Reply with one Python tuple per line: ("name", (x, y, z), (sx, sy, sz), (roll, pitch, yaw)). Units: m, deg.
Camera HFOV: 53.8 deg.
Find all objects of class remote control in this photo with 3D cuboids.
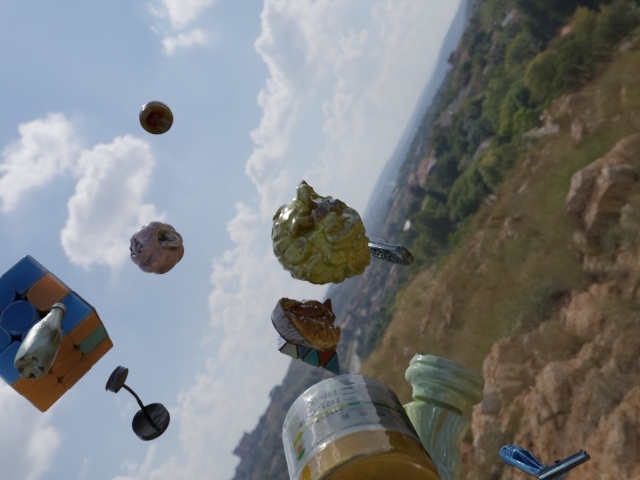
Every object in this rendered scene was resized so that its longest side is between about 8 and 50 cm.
("remote control", (0.177, 0.028, 1.742), (0.042, 0.072, 0.222), (-53, 27, -11))

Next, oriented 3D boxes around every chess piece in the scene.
("chess piece", (0.229, 0.403, 1.317), (0.175, 0.176, 0.298), (110, -179, -66))

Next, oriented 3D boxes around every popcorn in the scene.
("popcorn", (0.002, -0.011, 1.391), (0.181, 0.235, 0.216), (-10, -62, -50))

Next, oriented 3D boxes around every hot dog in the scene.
("hot dog", (-0.027, 0.177, 1.350), (0.069, 0.131, 0.253), (-41, -21, 11))

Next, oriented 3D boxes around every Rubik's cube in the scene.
("Rubik's cube", (-0.833, 0.275, 1.849), (0.291, 0.290, 0.291), (-48, -17, -26))
("Rubik's cube", (-0.061, 0.326, 2.163), (0.234, 0.284, 0.250), (-9, -53, -57))

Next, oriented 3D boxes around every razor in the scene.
("razor", (0.332, 0.348, 0.983), (0.082, 0.042, 0.253), (-25, -10, -8))

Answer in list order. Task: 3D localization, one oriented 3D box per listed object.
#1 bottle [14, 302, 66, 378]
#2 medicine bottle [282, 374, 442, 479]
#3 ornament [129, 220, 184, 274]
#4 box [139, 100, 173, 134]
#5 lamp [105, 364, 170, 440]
("bottle", (-0.669, 0.232, 1.542), (0.269, 0.083, 0.083), (-104, 35, -64))
("medicine bottle", (0.063, 0.385, 1.075), (0.232, 0.238, 0.237), (-117, 48, -66))
("ornament", (-0.538, 0.021, 2.092), (0.177, 0.178, 0.177), (25, -90, -88))
("box", (-0.515, -0.386, 1.984), (0.037, 0.106, 0.105), (-105, 32, -52))
("lamp", (-0.462, 0.421, 1.655), (0.371, 0.109, 0.130), (102, -166, -51))
